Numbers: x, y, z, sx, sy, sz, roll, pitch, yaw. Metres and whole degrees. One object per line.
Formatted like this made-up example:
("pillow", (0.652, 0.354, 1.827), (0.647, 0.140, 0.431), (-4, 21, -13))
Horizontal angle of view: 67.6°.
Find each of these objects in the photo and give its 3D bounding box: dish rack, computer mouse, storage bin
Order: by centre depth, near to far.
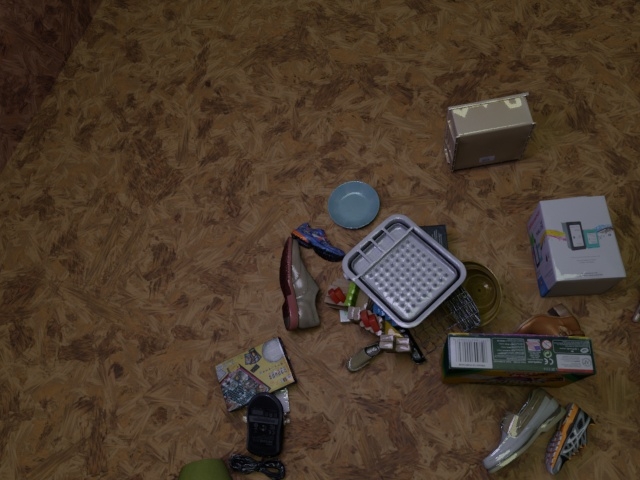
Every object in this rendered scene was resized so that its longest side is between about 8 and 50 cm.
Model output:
("computer mouse", (-0.185, 0.613, 1.537), (0.188, 0.072, 0.272), (8, 92, 10))
("dish rack", (0.267, 0.101, 1.549), (0.285, 0.072, 0.333), (-41, 61, -9))
("dish rack", (0.369, 0.253, 1.557), (0.271, 0.074, 0.208), (-33, 68, 10))
("storage bin", (0.584, -0.365, 1.684), (0.262, 0.260, 0.123), (-9, 67, 6))

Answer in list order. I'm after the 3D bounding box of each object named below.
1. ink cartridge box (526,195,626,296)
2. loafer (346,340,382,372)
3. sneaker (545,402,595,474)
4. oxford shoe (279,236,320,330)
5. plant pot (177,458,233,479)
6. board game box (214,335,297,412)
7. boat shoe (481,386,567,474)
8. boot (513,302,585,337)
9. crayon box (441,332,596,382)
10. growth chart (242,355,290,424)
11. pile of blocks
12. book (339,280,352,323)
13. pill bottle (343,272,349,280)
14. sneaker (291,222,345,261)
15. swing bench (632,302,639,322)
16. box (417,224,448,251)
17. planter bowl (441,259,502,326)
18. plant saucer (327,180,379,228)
("ink cartridge box", (0.803, 0.023, 1.528), (0.197, 0.198, 0.270), (-5, 67, 9))
("loafer", (0.145, 0.381, 1.588), (0.148, 0.050, 0.056), (-38, 67, -5))
("sneaker", (0.725, 0.585, 1.388), (0.083, 0.084, 0.215), (30, 76, 14))
("oxford shoe", (-0.072, 0.151, 1.703), (0.130, 0.123, 0.348), (2, 66, -17))
("plant pot", (-0.339, 0.821, 1.416), (0.274, 0.275, 0.293), (-18, 51, 3))
("board game box", (-0.220, 0.450, 1.610), (0.243, 0.042, 0.165), (-25, 67, 2))
("boat shoe", (0.580, 0.560, 1.414), (0.302, 0.113, 0.103), (-34, 65, -15))
("boot", (0.726, 0.299, 1.498), (0.197, 0.073, 0.152), (-25, 63, -3))
("crayon box", (0.543, 0.354, 1.383), (0.362, 0.313, 0.106), (0, 66, 11))
("growth chart", (-0.181, 0.517, 1.611), (0.172, 0.021, 0.237), (-7, 68, 8))
("pile of blocks", (0.156, 0.225, 1.549), (0.362, 0.112, 0.149), (36, 85, 31))
("book", (0.113, 0.215, 1.672), (0.096, 0.035, 0.144), (-7, 65, 6))
("pill bottle", (0.123, 0.112, 1.700), (0.083, 0.043, 0.043), (-29, 67, -1))
("sneaker", (0.000, 0.000, 1.750), (0.221, 0.083, 0.087), (31, 69, 16))
("swing bench", (1.132, 0.172, 1.428), (0.253, 0.165, 0.255), (25, 75, 19))
("box", (0.360, 0.036, 1.659), (0.158, 0.093, 0.156), (-3, 68, 8))
("planter bowl", (0.503, 0.169, 1.563), (0.217, 0.090, 0.217), (2, 93, 42))
("plant saucer", (0.126, -0.129, 1.797), (0.195, 0.037, 0.195), (-4, 69, 10))
